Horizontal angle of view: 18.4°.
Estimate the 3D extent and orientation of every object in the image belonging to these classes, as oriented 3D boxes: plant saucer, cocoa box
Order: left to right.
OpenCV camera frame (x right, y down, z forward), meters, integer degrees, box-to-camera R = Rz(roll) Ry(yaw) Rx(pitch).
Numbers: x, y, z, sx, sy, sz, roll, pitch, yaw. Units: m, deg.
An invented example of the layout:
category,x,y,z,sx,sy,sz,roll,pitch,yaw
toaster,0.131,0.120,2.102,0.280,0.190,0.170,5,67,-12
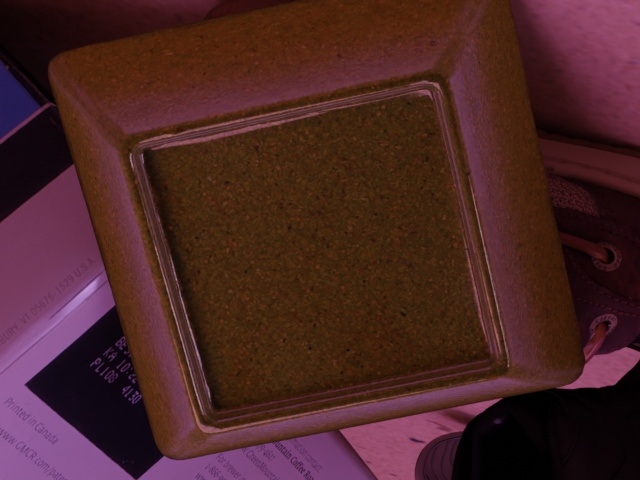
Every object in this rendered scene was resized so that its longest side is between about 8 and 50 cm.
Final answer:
category,x,y,z,sx,sy,sz,roll,pitch,yaw
cocoa box,-0.159,0.076,1.026,0.228,0.231,0.347,46,175,34
plant saucer,0.000,0.000,0.796,0.188,0.045,0.188,-12,110,7

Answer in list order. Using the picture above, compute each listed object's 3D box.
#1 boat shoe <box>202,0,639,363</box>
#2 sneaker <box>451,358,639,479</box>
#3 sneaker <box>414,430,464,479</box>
category,x,y,z,sx,sy,sz,roll,pitch,yaw
boat shoe,0.084,0.015,0.893,0.342,0.123,0.123,26,159,-14
sneaker,0.134,0.110,0.943,0.109,0.286,0.130,-32,100,35
sneaker,0.155,0.200,1.353,0.222,0.083,0.118,22,160,-8
